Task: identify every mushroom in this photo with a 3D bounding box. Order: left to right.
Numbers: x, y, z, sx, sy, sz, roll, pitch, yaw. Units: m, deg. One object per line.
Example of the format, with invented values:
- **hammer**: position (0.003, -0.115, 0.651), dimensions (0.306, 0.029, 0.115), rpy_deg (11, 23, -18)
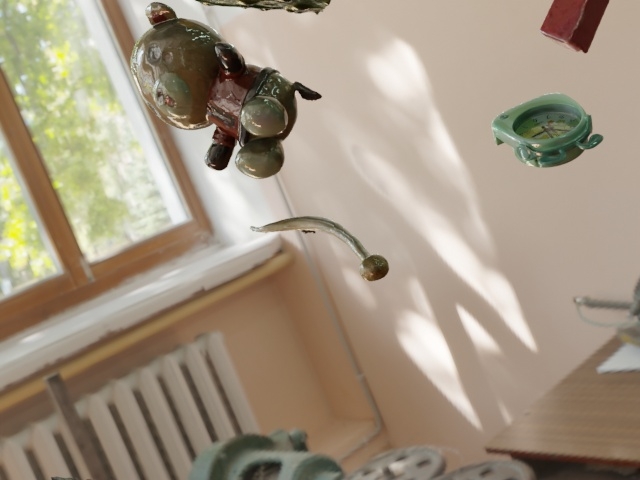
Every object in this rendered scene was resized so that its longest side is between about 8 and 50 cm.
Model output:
- **mushroom**: position (0.000, -0.003, 1.348), dimensions (0.068, 0.043, 0.306), rpy_deg (-23, 30, -33)

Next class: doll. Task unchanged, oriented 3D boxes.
- **doll**: position (-0.167, -0.251, 1.441), dimensions (0.174, 0.330, 0.235), rpy_deg (-48, -20, -36)

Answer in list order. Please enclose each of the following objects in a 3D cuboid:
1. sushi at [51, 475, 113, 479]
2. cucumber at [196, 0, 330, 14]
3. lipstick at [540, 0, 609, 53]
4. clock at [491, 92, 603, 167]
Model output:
- **sushi**: position (-0.055, 0.329, 0.810), dimensions (0.320, 0.069, 0.339), rpy_deg (17, 23, -38)
- **cucumber**: position (-0.101, -0.323, 0.987), dimensions (0.244, 0.134, 0.134), rpy_deg (-5, -2, -23)
- **lipstick**: position (0.234, -0.272, 0.651), dimensions (0.051, 0.051, 0.312), rpy_deg (12, 74, 51)
- **clock**: position (0.393, -0.182, 1.507), dimensions (0.148, 0.060, 0.188), rpy_deg (-22, 34, -4)
